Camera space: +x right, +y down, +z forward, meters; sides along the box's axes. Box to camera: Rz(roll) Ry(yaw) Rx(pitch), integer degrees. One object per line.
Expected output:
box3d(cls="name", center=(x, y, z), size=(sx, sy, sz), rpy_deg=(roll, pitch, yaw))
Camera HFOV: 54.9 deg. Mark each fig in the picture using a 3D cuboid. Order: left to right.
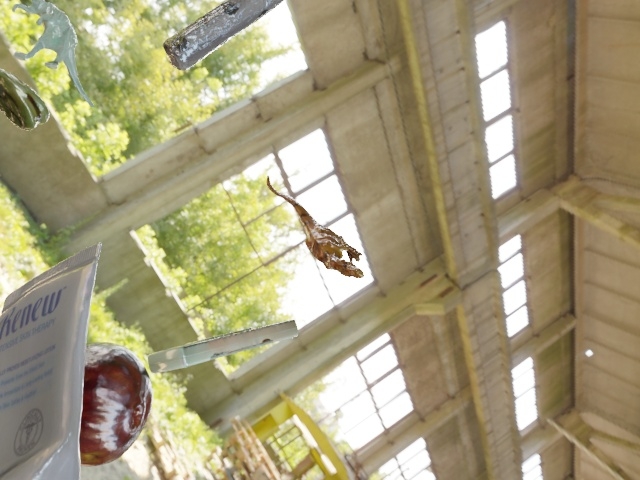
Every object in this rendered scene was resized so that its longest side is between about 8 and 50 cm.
box3d(cls="fig", center=(-0.413, 0.259, 1.052), size=(0.249, 0.186, 0.203), rpy_deg=(17, -71, 24))

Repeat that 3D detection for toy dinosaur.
box3d(cls="toy dinosaur", center=(-0.742, -0.538, 1.734), size=(0.393, 0.092, 0.205), rpy_deg=(53, 38, -39))
box3d(cls="toy dinosaur", center=(0.000, 0.000, 1.645), size=(0.432, 0.097, 0.208), rpy_deg=(43, 2, 39))

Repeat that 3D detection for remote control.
box3d(cls="remote control", center=(-0.215, 0.237, 1.400), size=(0.145, 0.344, 0.050), rpy_deg=(-20, -99, 41))

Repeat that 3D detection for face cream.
box3d(cls="face cream", center=(-0.385, 0.221, 0.824), size=(0.137, 0.235, 0.420), rpy_deg=(33, 40, -45))

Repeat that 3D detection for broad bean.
box3d(cls="broad bean", center=(-0.785, -0.369, 1.551), size=(0.207, 0.072, 0.153), rpy_deg=(40, -41, -6))

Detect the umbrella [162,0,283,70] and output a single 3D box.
box3d(cls="umbrella", center=(-0.183, -0.474, 1.300), size=(0.067, 0.337, 0.073), rpy_deg=(46, -16, 13))
